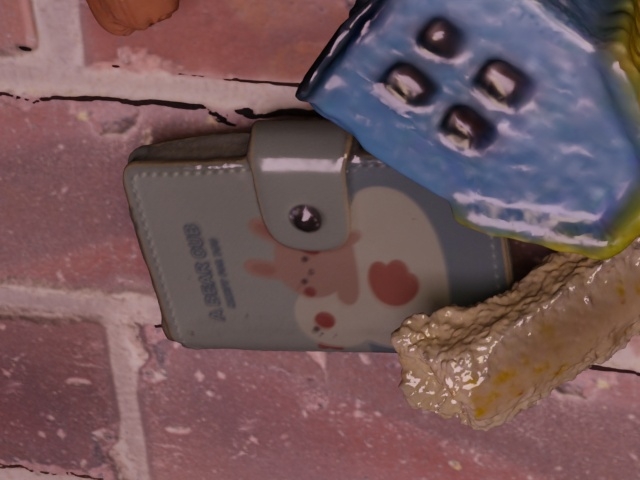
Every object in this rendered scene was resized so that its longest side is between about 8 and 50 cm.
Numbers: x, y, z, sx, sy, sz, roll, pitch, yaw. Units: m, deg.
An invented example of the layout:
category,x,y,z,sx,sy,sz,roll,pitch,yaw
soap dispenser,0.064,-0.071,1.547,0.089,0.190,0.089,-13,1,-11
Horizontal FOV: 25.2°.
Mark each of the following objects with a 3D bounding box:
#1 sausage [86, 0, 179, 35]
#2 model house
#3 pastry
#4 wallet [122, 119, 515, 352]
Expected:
category,x,y,z,sx,sy,sz,roll,pitch,yaw
sausage,-0.190,-0.307,1.181,0.086,0.086,0.289,-7,117,21
model house,0.160,-0.132,1.086,0.303,0.237,0.215,39,123,-8
pastry,0.187,0.071,1.231,0.258,0.089,0.121,-28,111,-9
wallet,0.000,0.000,1.315,0.360,0.083,0.252,-1,125,17
